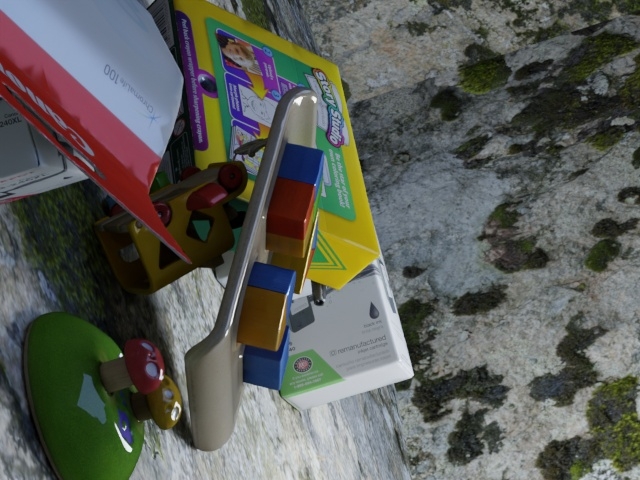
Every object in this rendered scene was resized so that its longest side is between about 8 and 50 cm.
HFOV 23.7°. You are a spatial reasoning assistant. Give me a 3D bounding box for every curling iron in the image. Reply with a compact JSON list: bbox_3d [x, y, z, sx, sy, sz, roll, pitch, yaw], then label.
[{"bbox_3d":[0.000,0.000,2.189,0.274,0.035,0.068,-94,163,-54],"label":"curling iron"}]

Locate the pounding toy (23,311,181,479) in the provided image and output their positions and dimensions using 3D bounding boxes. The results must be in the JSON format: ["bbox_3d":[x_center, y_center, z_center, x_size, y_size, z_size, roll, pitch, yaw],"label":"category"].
[{"bbox_3d":[-0.175,0.166,1.394,0.183,0.110,0.237,-23,95,-81],"label":"pounding toy"}]

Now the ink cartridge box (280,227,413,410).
[{"bbox_3d":[0.014,0.107,2.424,0.115,0.198,0.273,49,24,-67],"label":"ink cartridge box"}]

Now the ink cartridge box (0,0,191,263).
[{"bbox_3d":[-0.224,-0.185,1.282,0.308,0.091,0.385,45,7,-38],"label":"ink cartridge box"}]

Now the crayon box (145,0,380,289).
[{"bbox_3d":[-0.091,-0.140,2.094,0.313,0.106,0.363,23,42,-37],"label":"crayon box"}]

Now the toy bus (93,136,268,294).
[{"bbox_3d":[-0.143,-0.017,1.680,0.191,0.202,0.104,-66,137,-70],"label":"toy bus"}]

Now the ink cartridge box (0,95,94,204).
[{"bbox_3d":[-0.268,-0.072,1.278,0.150,0.109,0.063,2,72,-81],"label":"ink cartridge box"}]

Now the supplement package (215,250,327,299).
[{"bbox_3d":[-0.091,-0.038,2.263,0.139,0.134,0.244,57,18,-60],"label":"supplement package"}]

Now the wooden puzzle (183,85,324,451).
[{"bbox_3d":[-0.056,0.046,1.734,0.322,0.080,0.348,96,12,-64],"label":"wooden puzzle"}]
